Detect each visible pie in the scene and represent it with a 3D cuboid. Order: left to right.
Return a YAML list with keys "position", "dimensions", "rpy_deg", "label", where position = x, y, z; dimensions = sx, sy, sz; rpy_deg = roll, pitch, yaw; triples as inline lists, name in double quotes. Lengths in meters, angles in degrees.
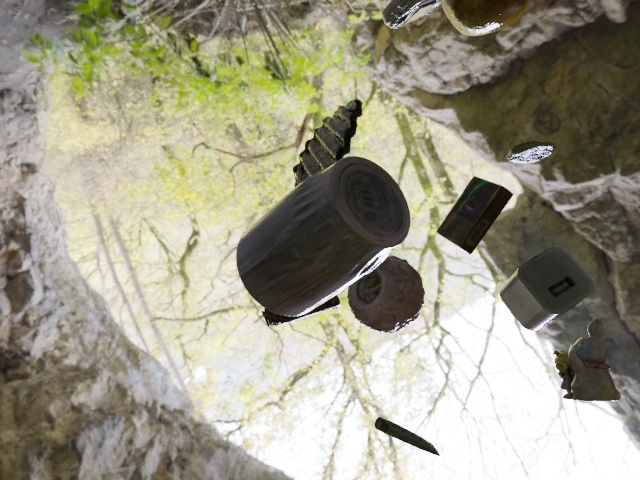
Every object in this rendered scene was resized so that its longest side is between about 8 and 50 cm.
- position: [0.378, -0.160, 0.836]
  dimensions: [0.085, 0.017, 0.085]
  rpy_deg: [-7, 167, -2]
  label: "pie"

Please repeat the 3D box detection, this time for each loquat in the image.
- position: [0.390, -0.600, 1.070]
  dimensions: [0.213, 0.213, 0.246]
  rpy_deg: [-31, 171, -10]
  label: "loquat"

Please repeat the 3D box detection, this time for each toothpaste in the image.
- position: [0.259, 0.577, 1.359]
  dimensions: [0.039, 0.239, 0.062]
  rpy_deg: [-58, -160, 2]
  label: "toothpaste"

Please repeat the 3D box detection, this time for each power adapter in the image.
- position: [0.489, 0.124, 1.042]
  dimensions: [0.130, 0.125, 0.205]
  rpy_deg: [-29, 156, -10]
  label: "power adapter"

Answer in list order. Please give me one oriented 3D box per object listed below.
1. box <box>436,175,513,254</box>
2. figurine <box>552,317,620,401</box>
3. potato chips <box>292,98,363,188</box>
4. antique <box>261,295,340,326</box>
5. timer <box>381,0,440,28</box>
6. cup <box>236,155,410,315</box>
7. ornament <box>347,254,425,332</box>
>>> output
- position: [0.513, -0.088, 1.557]
  dimensions: [0.240, 0.071, 0.159]
  rpy_deg: [-58, -158, 7]
  label: "box"
- position: [0.795, 0.358, 1.396]
  dimensions: [0.127, 0.235, 0.155]
  rpy_deg: [11, 161, -38]
  label: "figurine"
- position: [0.024, -0.294, 1.479]
  dimensions: [0.358, 0.070, 0.429]
  rpy_deg: [-55, -159, 16]
  label: "potato chips"
- position: [-0.082, 0.248, 1.787]
  dimensions: [0.284, 0.150, 0.125]
  rpy_deg: [-22, 168, -18]
  label: "antique"
- position: [0.360, -0.877, 1.697]
  dimensions: [0.237, 0.087, 0.262]
  rpy_deg: [-30, -172, -16]
  label: "timer"
- position: [0.000, 0.000, 1.015]
  dimensions: [0.253, 0.253, 0.371]
  rpy_deg: [-25, 173, -44]
  label: "cup"
- position: [0.222, 0.176, 1.535]
  dimensions: [0.225, 0.259, 0.259]
  rpy_deg: [24, 131, -40]
  label: "ornament"
